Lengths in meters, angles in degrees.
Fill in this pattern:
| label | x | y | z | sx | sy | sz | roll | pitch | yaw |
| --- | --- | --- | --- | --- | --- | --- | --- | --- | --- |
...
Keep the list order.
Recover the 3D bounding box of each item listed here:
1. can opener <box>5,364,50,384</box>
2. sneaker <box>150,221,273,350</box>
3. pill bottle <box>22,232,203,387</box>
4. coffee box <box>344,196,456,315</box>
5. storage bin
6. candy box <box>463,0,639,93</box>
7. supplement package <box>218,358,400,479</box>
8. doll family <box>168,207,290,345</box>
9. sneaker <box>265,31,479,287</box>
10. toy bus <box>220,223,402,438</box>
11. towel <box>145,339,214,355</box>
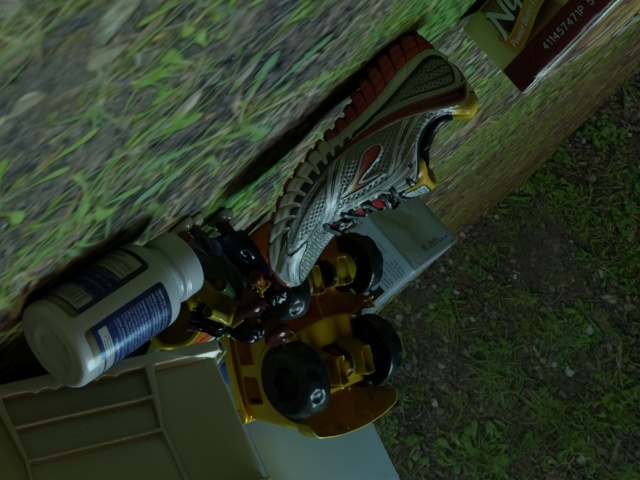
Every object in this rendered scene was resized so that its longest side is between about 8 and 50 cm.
| label | x | y | z | sx | sy | sz | roll | pitch | yaw |
| --- | --- | --- | --- | --- | --- | --- | --- | --- | --- |
| can opener | -0.282 | 0.184 | 1.151 | 0.095 | 0.076 | 0.283 | 13 | 134 | -41 |
| sneaker | -0.092 | 0.051 | 1.299 | 0.175 | 0.064 | 0.067 | -45 | 163 | 14 |
| pill bottle | -0.140 | 0.044 | 0.939 | 0.120 | 0.067 | 0.067 | -36 | 172 | -36 |
| coffee box | 0.011 | 0.067 | 1.734 | 0.297 | 0.119 | 0.168 | -44 | 174 | 26 |
| storage bin | -0.209 | 0.215 | 1.038 | 0.260 | 0.123 | 0.262 | -9 | 150 | -33 |
| candy box | 0.277 | -0.259 | 1.236 | 0.183 | 0.087 | 0.316 | -46 | 171 | 38 |
| supplement package | -0.080 | 0.293 | 1.639 | 0.199 | 0.198 | 0.262 | 5 | 137 | -41 |
| doll family | -0.069 | 0.038 | 1.114 | 0.076 | 0.111 | 0.193 | -43 | 174 | 18 |
| sneaker | 0.038 | -0.052 | 1.075 | 0.225 | 0.093 | 0.088 | -53 | 171 | 8 |
| toy bus | -0.041 | 0.088 | 1.438 | 0.211 | 0.220 | 0.149 | -4 | -170 | 45 |
| towel | -0.184 | 0.225 | 1.463 | 0.187 | 0.049 | 0.282 | 22 | 87 | -84 |
